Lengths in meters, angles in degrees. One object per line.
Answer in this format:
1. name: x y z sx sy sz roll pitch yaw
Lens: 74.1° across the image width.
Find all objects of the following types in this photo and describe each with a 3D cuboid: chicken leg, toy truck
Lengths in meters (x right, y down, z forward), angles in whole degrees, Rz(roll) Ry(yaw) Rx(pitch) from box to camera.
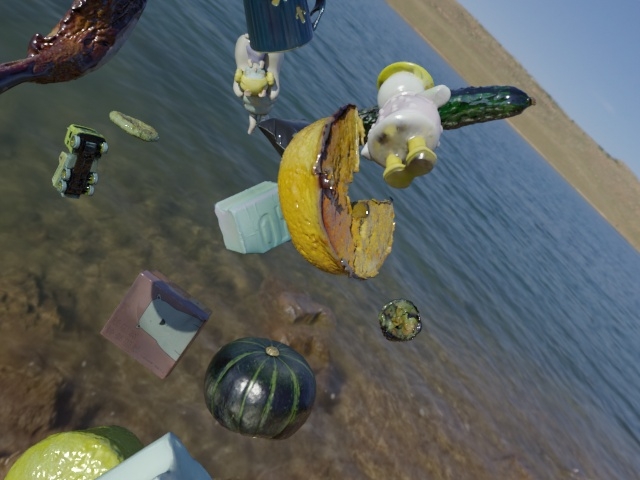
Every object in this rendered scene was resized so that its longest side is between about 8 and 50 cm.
1. chicken leg: -0.406 -0.327 0.692 0.096 0.158 0.407 37 58 -13
2. toy truck: -0.569 -0.186 0.991 0.100 0.169 0.077 39 22 33

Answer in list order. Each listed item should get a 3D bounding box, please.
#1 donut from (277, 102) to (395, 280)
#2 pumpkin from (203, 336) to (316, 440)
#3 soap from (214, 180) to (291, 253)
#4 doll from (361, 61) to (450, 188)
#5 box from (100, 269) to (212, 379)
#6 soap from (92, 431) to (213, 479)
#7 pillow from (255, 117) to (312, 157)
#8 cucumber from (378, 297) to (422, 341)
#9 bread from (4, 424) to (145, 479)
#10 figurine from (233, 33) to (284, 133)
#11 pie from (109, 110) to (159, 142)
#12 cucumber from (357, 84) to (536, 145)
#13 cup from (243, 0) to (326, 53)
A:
1. donut: 0.016 -0.037 0.442 0.181 0.078 0.146 61 41 -38
2. pumpkin: -0.171 0.415 1.213 0.323 0.241 0.323 24 3 -1
3. soap: -0.117 -0.056 0.991 0.091 0.145 0.230 15 36 43
4. doll: 0.099 -0.148 0.510 0.081 0.129 0.207 33 43 -25
5. box: -0.435 0.221 1.140 0.215 0.215 0.086 36 9 0
6. soap: -0.215 0.332 0.411 0.160 0.265 0.087 58 -1 -17
7. pillow: -0.028 -0.143 0.627 0.090 0.048 0.150 59 28 -2
8. cucumber: 0.102 0.109 0.548 0.053 0.053 0.181 55 -2 19
9. bread: -0.687 0.712 1.226 0.348 0.348 0.308 47 -14 5
10. figurine: -0.158 -0.389 1.081 0.127 0.236 0.155 0 15 -15
11. pie: -0.302 -0.183 0.694 0.084 0.021 0.084 32 11 -7
12. cucumber: 0.181 -0.205 0.678 0.067 0.293 0.068 4 85 -56
13. cup: -0.071 -0.468 0.812 0.176 0.155 0.131 -34 49 -21
